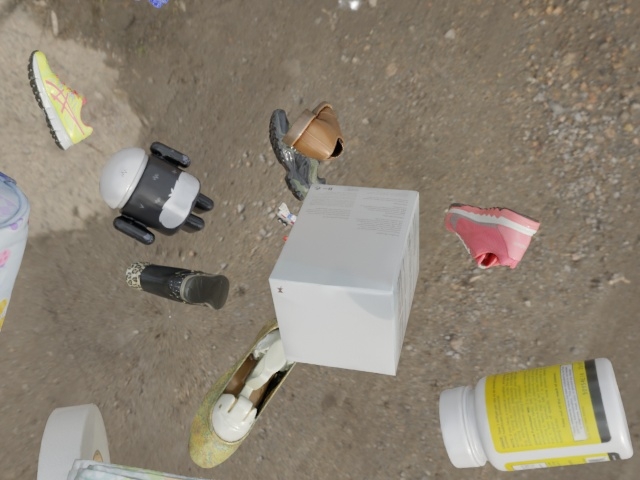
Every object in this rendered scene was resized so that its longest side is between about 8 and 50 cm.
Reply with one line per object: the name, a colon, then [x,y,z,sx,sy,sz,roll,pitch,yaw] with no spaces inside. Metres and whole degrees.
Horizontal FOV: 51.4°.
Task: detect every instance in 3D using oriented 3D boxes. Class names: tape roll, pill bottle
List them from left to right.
tape roll: [-0.447,0.503,1.239,0.072,0.392,0.391,-6,85,-11]
pill bottle: [0.262,0.219,0.822,0.209,0.119,0.119,-14,86,22]

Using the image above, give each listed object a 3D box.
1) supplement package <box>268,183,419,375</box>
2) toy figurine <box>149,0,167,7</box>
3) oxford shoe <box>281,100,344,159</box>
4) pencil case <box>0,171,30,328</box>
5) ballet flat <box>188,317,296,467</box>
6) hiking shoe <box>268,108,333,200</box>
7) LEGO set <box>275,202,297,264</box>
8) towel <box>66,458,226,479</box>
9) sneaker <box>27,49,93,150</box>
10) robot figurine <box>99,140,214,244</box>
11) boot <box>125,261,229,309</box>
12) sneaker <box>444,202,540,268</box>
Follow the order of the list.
supplement package: [0.055,0.060,1.156,0.200,0.198,0.262,5,41,15]
toy figurine: [-0.216,-0.459,1.024,0.191,0.362,0.217,31,72,0]
oxford shoe: [0.001,-0.148,0.955,0.076,0.212,0.076,37,109,-4]
pencil case: [-0.369,0.059,0.636,0.124,0.113,0.273,26,115,2]
ballet flat: [-0.144,0.300,1.345,0.123,0.123,0.348,38,69,-6]
hiking shoe: [-0.048,-0.215,1.604,0.114,0.086,0.226,-22,103,-14]
LEGO set: [0.000,0.000,1.525,0.245,0.060,0.182,-8,74,-29]
towel: [-0.250,0.526,0.962,0.321,0.090,0.374,23,59,-30]
sneaker: [-0.551,-0.304,1.413,0.094,0.081,0.208,-25,113,-23]
robot figurine: [-0.413,-0.117,1.668,0.278,0.173,0.209,28,34,-23]
boot: [-0.330,0.102,1.575,0.179,0.236,0.085,12,85,16]
sneaker: [0.367,-0.007,1.540,0.116,0.314,0.136,19,88,-19]
